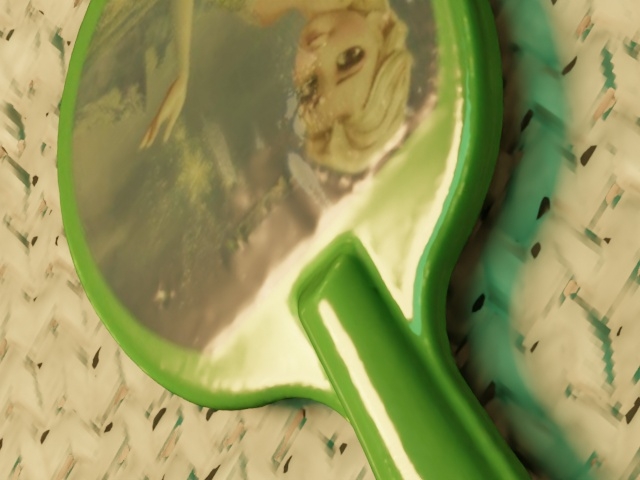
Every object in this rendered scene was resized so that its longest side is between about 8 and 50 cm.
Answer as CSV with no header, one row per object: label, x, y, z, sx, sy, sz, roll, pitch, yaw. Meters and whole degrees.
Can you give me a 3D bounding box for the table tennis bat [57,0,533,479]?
table tennis bat,0.000,0.000,0.498,0.160,0.039,0.257,-44,59,26
